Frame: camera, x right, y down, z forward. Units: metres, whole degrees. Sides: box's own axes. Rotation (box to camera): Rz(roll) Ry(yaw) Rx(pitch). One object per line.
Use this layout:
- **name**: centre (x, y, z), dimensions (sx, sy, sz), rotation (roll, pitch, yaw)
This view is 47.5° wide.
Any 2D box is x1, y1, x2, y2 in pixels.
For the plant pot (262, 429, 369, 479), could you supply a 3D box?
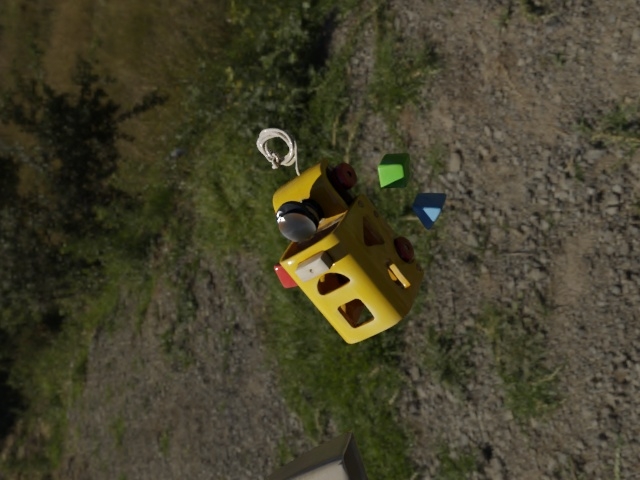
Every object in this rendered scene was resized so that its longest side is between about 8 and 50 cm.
- **plant pot**: centre (-0.005, 0.236, 0.613), dimensions (0.109, 0.096, 0.109), rotation (31, -140, -83)

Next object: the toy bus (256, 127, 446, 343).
- **toy bus**: centre (0.011, 0.007, 0.735), dimensions (0.104, 0.202, 0.191), rotation (-59, -22, -53)
